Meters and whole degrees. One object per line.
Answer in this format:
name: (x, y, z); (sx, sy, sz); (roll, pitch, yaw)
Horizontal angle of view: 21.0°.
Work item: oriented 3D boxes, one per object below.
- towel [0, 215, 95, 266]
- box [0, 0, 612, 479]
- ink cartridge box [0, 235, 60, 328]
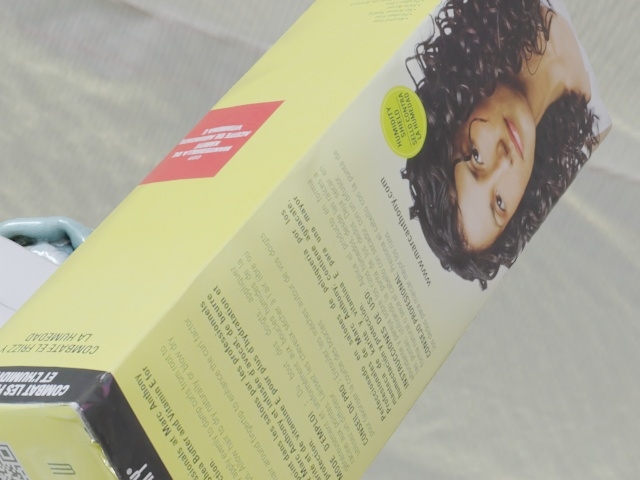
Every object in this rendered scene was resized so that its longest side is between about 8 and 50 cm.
towel: (-0.242, 0.120, 1.054); (0.374, 0.090, 0.320); (-27, -15, 6)
box: (0.000, 0.000, 0.476); (0.058, 0.232, 0.087); (-1, -52, 40)
ink cartridge box: (-0.151, 0.171, 0.764); (0.198, 0.197, 0.270); (23, -51, 40)
